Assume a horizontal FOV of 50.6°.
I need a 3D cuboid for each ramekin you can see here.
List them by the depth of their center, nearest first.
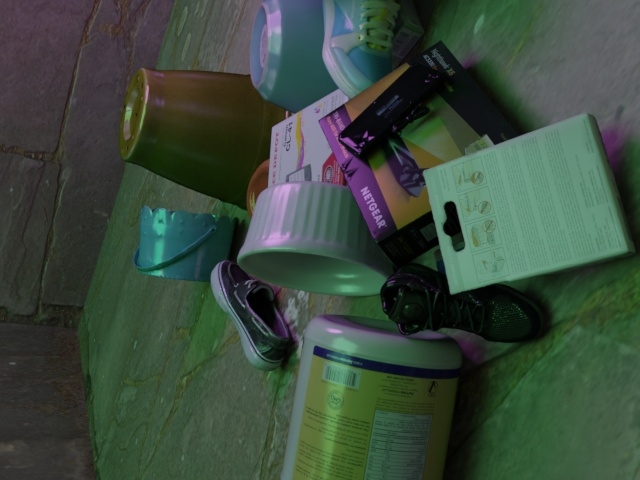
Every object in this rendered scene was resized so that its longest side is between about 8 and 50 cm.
[{"bbox_3d":[0.000,0.000,1.201,0.277,0.277,0.135,-20,57,57],"label":"ramekin"}]

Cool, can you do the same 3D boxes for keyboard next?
[{"bbox_3d":[0.116,-0.195,1.034,0.180,0.023,0.108,-44,39,0],"label":"keyboard"}]

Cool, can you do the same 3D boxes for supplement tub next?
[{"bbox_3d":[0.071,0.291,1.011,0.241,0.241,0.331,9,90,60],"label":"supplement tub"}]

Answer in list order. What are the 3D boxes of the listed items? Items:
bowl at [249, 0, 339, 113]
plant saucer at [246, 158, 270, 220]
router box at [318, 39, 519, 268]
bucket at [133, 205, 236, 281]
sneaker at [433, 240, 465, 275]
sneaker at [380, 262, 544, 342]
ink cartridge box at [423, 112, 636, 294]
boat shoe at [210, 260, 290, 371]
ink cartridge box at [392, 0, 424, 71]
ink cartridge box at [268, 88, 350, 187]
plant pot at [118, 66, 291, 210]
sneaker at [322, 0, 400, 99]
[{"bbox_3d":[-0.056,-0.410,1.454,0.311,0.163,0.311,-179,90,-73],"label":"bowl"},{"bbox_3d":[-0.117,-0.098,1.610,0.200,0.037,0.199,1,91,48],"label":"plant saucer"},{"bbox_3d":[0.154,-0.141,1.042,0.243,0.081,0.308,-32,46,10],"label":"router box"},{"bbox_3d":[-0.370,0.010,1.851,0.281,0.281,0.183,6,89,60],"label":"bucket"},{"bbox_3d":[0.237,0.034,0.989,0.152,0.058,0.084,-26,71,41],"label":"sneaker"},{"bbox_3d":[0.180,0.098,0.923,0.228,0.130,0.087,19,114,29],"label":"sneaker"},{"bbox_3d":[0.259,-0.040,0.865,0.225,0.056,0.180,-19,73,32],"label":"ink cartridge box"},{"bbox_3d":[-0.151,0.148,1.590,0.119,0.121,0.335,-55,48,24],"label":"boat shoe"},{"bbox_3d":[0.111,-0.436,1.347,0.171,0.056,0.235,-48,41,43],"label":"ink cartridge box"},{"bbox_3d":[0.018,-0.152,1.349,0.306,0.131,0.226,-13,70,57],"label":"ink cartridge box"},{"bbox_3d":[-0.317,-0.288,1.746,0.366,0.353,0.366,-27,58,55],"label":"plant pot"},{"bbox_3d":[0.098,-0.404,1.185,0.208,0.127,0.318,-44,47,47],"label":"sneaker"}]
